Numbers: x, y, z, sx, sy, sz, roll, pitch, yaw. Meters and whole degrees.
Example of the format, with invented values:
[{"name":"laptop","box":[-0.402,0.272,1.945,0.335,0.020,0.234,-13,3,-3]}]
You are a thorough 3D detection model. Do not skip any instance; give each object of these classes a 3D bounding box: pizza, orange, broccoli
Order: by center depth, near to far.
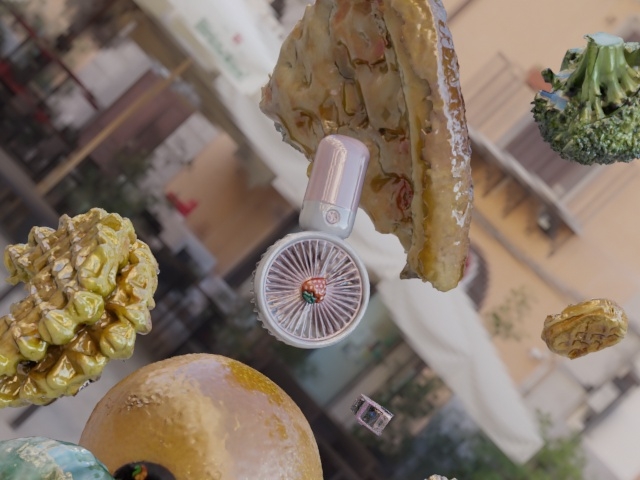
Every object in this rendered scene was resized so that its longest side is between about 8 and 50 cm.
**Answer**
[{"name":"orange","box":[-0.125,0.254,1.660,0.274,0.274,0.274,47,-1,1]},{"name":"pizza","box":[0.063,-0.198,1.901,0.435,0.080,0.392,42,-48,41]},{"name":"broccoli","box":[0.379,-0.189,2.125,0.198,0.176,0.226,5,7,36]}]

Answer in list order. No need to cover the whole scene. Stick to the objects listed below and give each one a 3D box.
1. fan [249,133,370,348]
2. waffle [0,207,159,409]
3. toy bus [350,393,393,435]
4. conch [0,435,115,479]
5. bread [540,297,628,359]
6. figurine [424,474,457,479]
[{"name":"fan","box":[0.000,0.000,1.782,0.130,0.244,0.074,15,-8,-14]},{"name":"waffle","box":[-0.361,0.090,2.283,0.151,0.261,0.324,55,16,-30]},{"name":"toy bus","box":[0.071,0.245,2.268,0.052,0.037,0.130,37,-2,-2]},{"name":"conch","box":[-0.255,0.290,1.482,0.277,0.220,0.195,19,24,-19]},{"name":"bread","box":[0.328,0.108,1.989,0.083,0.110,0.044,33,42,-42]},{"name":"figurine","box":[0.149,0.392,1.887,0.207,0.166,0.387,47,-34,2]}]
